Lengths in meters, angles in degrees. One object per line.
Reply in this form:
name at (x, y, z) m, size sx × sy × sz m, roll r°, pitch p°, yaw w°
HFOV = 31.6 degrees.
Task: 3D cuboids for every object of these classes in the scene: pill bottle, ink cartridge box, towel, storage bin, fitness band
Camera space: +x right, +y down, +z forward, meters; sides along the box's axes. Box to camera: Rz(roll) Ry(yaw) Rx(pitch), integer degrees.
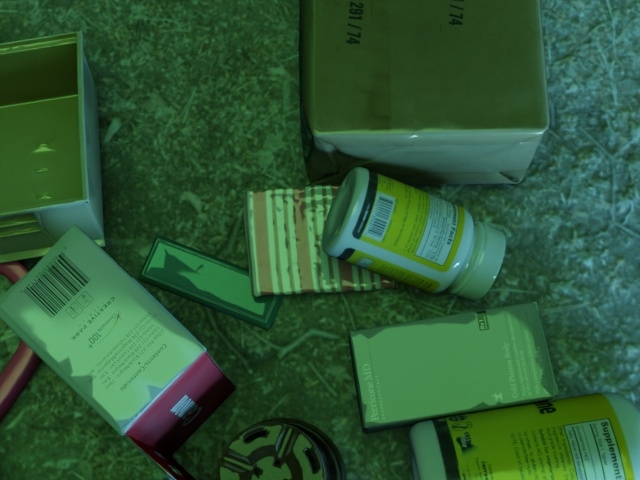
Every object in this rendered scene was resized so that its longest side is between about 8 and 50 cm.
pill bottle at (0.117, -0.003, 1.418) m, size 0.208 × 0.119 × 0.119 m, roll 21°, pitch 76°, yaw -12°
ink cartridge box at (-0.201, 0.152, 1.313) m, size 0.272 × 0.309 × 0.130 m, roll 42°, pitch 81°, yaw 11°
towel at (0.000, 0.000, 1.482) m, size 0.197 × 0.029 × 0.144 m, roll -3°, pitch 77°, yaw -5°
storage bin at (-0.418, -0.113, 1.459) m, size 0.260 × 0.123 × 0.262 m, roll -9°, pitch 62°, yaw 0°
fitness band at (-0.477, 0.144, 1.459) m, size 0.209 × 0.054 × 0.291 m, roll 31°, pitch 80°, yaw 9°
pill bottle at (0.281, 0.281, 1.322) m, size 0.334 × 0.188 × 0.188 m, roll -9°, pitch 75°, yaw -1°

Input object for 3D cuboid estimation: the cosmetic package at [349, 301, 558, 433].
cosmetic package at (0.158, 0.159, 1.404) m, size 0.238 × 0.107 × 0.127 m, roll -10°, pitch 77°, yaw -4°

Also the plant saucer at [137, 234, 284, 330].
plant saucer at (-0.143, 0.054, 1.487) m, size 0.192 × 0.018 × 0.067 m, roll 21°, pitch 77°, yaw 7°

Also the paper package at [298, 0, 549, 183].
paper package at (0.126, -0.248, 1.464) m, size 0.309 × 0.168 × 0.325 m, roll -1°, pitch 72°, yaw -1°

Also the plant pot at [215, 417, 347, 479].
plant pot at (-0.051, 0.286, 1.346) m, size 0.167 × 0.165 × 0.167 m, roll 0°, pitch 75°, yaw 1°
